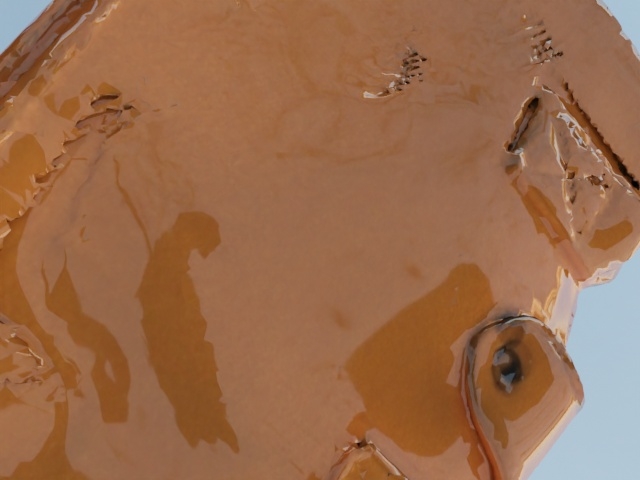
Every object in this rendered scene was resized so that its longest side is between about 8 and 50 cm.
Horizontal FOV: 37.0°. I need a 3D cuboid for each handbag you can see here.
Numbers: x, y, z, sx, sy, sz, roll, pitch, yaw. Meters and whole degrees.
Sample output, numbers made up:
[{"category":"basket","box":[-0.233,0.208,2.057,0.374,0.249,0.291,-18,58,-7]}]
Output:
[{"category":"handbag","box":[0.000,0.000,0.430,0.303,0.116,0.410,44,-119,-18]}]
